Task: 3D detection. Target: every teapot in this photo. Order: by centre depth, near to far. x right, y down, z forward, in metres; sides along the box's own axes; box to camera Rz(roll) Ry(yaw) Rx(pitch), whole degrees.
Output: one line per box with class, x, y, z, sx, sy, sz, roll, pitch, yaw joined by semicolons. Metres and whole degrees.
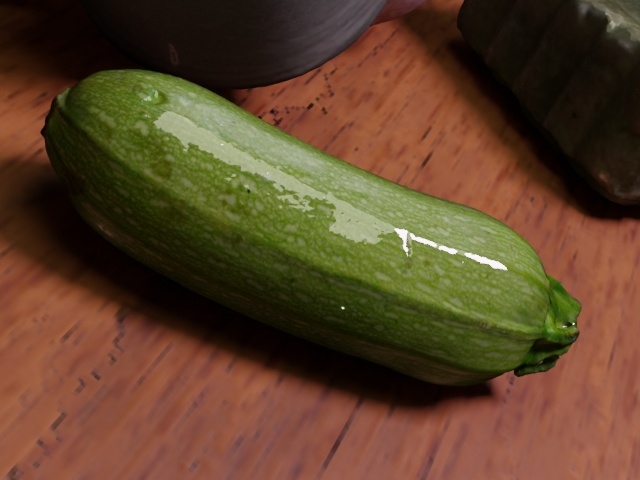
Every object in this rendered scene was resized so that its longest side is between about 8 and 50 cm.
teapot;-0.053;-0.158;0.499;0.239;0.149;0.162;-13;79;0

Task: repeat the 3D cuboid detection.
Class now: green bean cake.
green bean cake;0.191;-0.102;0.712;0.183;0.094;0.185;-3;46;-39

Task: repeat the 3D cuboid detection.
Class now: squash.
squash;0.000;0.000;0.456;0.219;0.068;0.077;22;30;-14

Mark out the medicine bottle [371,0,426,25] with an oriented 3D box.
medicine bottle;0.030;-0.230;0.711;0.147;0.147;0.247;27;33;-5
